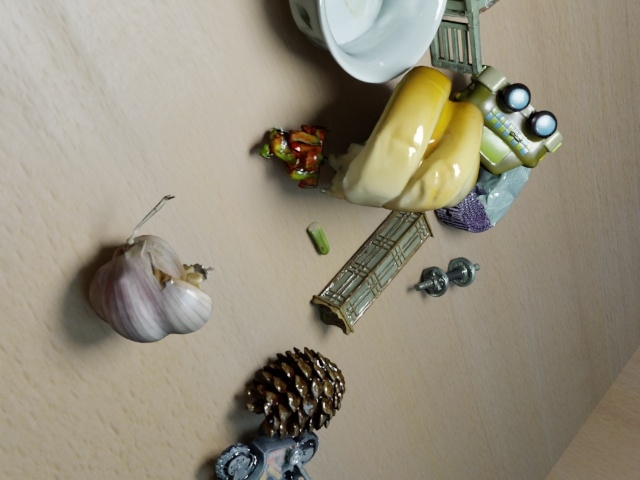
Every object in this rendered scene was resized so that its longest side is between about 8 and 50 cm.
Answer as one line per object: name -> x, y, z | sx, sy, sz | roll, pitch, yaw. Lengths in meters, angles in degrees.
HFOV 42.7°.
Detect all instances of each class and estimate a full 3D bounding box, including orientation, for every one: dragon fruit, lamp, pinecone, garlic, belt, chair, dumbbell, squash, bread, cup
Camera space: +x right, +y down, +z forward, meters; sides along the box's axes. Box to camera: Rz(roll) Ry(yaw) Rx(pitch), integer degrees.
dragon fruit -> -0.034, -0.173, 1.559 | 0.175, 0.142, 0.138 | 16, 59, -27
lamp -> 0.122, 0.059, 1.838 | 0.325, 0.089, 0.090 | -48, 136, -21
pinecone -> -0.050, 0.324, 1.705 | 0.204, 0.179, 0.184 | -40, 94, -20
garlic -> -0.261, 0.043, 1.371 | 0.207, 0.207, 0.257 | 11, 100, -48
belt -> 0.403, -0.176, 2.009 | 0.260, 0.122, 0.325 | 28, 84, -44
chair -> 0.315, -0.514, 1.749 | 0.147, 0.136, 0.270 | -38, 130, -27
dumbbell -> 0.325, 0.092, 2.074 | 0.254, 0.081, 0.082 | -14, 117, -43
squash -> 0.000, 0.000, 1.729 | 0.027, 0.027, 0.083 | -47, 134, -22
bread -> 0.174, -0.153, 1.593 | 0.329, 0.245, 0.424 | -45, 179, 9
cup -> 0.068, -0.471, 1.486 | 0.347, 0.163, 0.347 | -21, 121, -40

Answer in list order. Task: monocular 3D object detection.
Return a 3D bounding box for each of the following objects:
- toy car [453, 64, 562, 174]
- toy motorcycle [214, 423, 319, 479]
toy car -> 0.391, -0.247, 1.825 | 0.248, 0.204, 0.198 | 42, 98, -13
toy motorcycle -> -0.124, 0.493, 1.767 | 0.307, 0.108, 0.173 | 7, 110, -49
